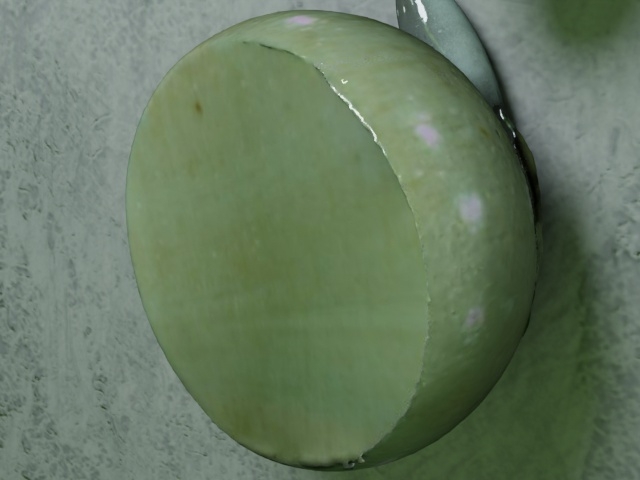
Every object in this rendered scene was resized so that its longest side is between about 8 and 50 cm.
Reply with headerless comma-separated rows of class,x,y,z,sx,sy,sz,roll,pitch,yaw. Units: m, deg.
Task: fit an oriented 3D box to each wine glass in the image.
wine glass,0.075,-0.179,0.815,0.066,0.066,0.198,-22,97,33

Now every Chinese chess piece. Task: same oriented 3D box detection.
Chinese chess piece,0.000,0.000,0.824,0.349,0.146,0.349,16,114,42

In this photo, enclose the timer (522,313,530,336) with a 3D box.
timer,0.099,0.062,0.904,0.128,0.047,0.140,43,123,9
